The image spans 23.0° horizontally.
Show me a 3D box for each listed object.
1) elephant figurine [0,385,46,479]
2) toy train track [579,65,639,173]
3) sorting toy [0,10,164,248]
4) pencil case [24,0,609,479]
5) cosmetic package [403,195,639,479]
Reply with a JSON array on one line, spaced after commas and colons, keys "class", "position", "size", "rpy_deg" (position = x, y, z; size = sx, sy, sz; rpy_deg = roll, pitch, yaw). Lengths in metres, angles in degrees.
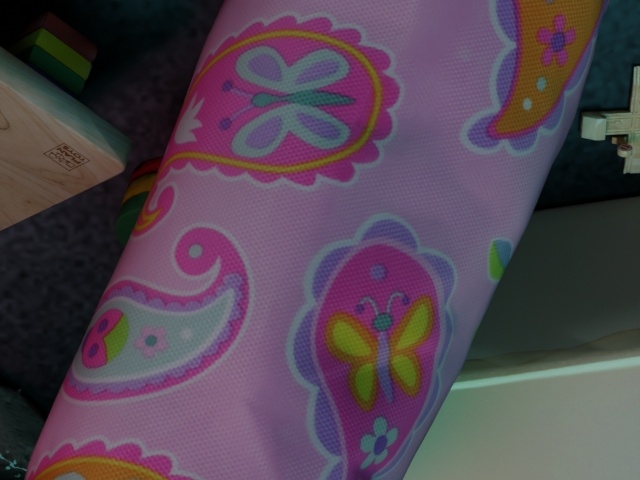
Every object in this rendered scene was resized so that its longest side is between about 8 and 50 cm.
[{"class": "elephant figurine", "position": [-0.156, 0.145, 0.657], "size": [0.239, 0.186, 0.169], "rpy_deg": [-13, 79, -8]}, {"class": "toy train track", "position": [0.145, -0.046, 0.622], "size": [0.083, 0.014, 0.048], "rpy_deg": [-3, 122, -3]}, {"class": "sorting toy", "position": [-0.158, -0.062, 0.548], "size": [0.274, 0.046, 0.132], "rpy_deg": [35, 142, -31]}, {"class": "pencil case", "position": [0.000, 0.000, 0.508], "size": [0.124, 0.124, 0.284], "rpy_deg": [25, 81, -18]}, {"class": "cosmetic package", "position": [0.140, 0.073, 0.639], "size": [0.309, 0.113, 0.160], "rpy_deg": [-8, 122, 2]}]
